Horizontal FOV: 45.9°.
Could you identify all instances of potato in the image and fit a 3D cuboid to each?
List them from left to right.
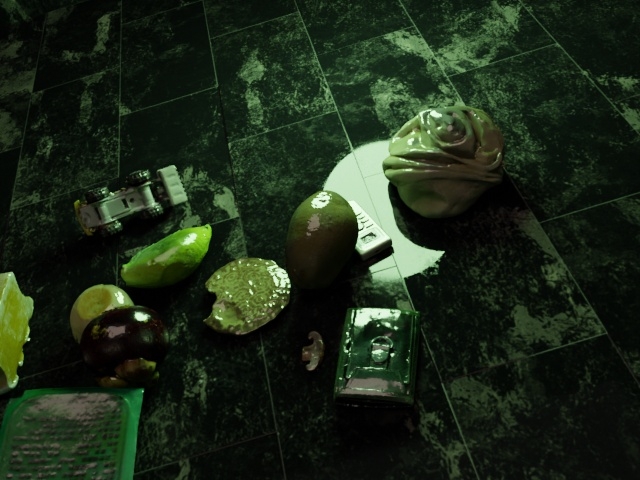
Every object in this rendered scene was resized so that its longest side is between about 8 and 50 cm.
[{"bbox_3d":[0.000,0.000,1.692,0.160,0.178,0.235,5,72,50],"label":"potato"}]

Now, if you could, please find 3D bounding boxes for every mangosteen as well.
[{"bbox_3d":[-0.406,0.245,1.593,0.192,0.192,0.217,-14,81,4],"label":"mangosteen"}]

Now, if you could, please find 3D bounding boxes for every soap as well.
[{"bbox_3d":[-0.861,0.243,1.746,0.335,0.156,0.293,-13,39,4],"label":"soap"}]

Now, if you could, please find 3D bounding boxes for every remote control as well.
[{"bbox_3d":[0.089,-0.029,1.801,0.087,0.029,0.190,-27,43,-11],"label":"remote control"}]

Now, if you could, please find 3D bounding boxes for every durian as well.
[{"bbox_3d":[-0.363,0.037,1.828,0.250,0.101,0.139,-31,44,-14],"label":"durian"}]

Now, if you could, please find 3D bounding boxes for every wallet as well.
[{"bbox_3d":[0.116,0.227,1.517,0.160,0.055,0.236,2,45,10],"label":"wallet"}]

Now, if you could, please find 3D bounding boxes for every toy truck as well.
[{"bbox_3d":[-0.504,-0.106,2.006,0.286,0.136,0.111,-21,12,-11],"label":"toy truck"}]

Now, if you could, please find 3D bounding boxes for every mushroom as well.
[{"bbox_3d":[-0.014,0.231,1.575,0.049,0.019,0.101,-9,43,10],"label":"mushroom"}]

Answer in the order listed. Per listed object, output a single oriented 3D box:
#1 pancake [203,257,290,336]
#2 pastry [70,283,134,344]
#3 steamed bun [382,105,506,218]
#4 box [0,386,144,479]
[{"bbox_3d":[-0.170,0.125,1.728,0.212,0.029,0.235,-7,44,10],"label":"pancake"},{"bbox_3d":[-0.506,0.174,1.745,0.156,0.092,0.156,-14,46,14],"label":"pastry"},{"bbox_3d":[0.288,-0.211,1.797,0.280,0.207,0.268,-30,45,-11],"label":"steamed bun"},{"bbox_3d":[-0.474,0.441,1.421,0.264,0.106,0.337,-1,46,-4],"label":"box"}]
